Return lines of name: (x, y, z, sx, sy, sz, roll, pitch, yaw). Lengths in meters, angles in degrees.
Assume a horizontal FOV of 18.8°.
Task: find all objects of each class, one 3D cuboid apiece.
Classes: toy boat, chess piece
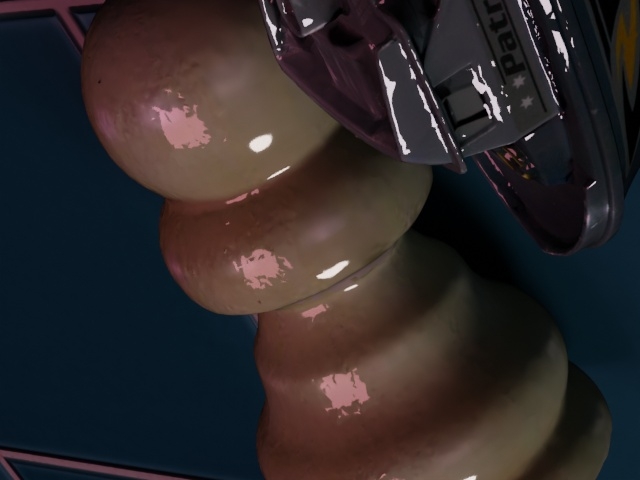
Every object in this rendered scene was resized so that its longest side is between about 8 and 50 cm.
toy boat: (0.040, -0.099, 0.590, 0.114, 0.122, 0.296, 42, 162, 46)
chess piece: (0.000, 0.000, 0.753, 0.144, 0.144, 0.251, -4, 123, 47)
